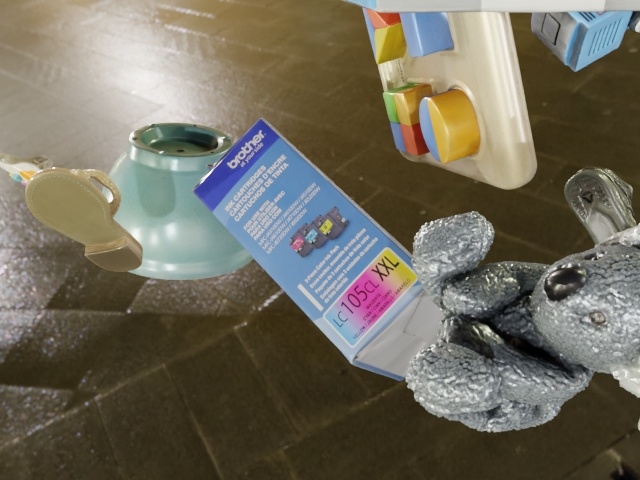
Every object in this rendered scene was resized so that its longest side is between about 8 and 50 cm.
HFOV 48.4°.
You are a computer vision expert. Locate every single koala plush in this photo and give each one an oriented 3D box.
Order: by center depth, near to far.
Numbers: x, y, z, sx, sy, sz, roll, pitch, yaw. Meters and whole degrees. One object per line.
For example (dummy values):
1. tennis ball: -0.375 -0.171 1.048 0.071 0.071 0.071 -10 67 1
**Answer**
1. koala plush: 0.220 0.068 0.630 0.221 0.203 0.196 -25 45 37

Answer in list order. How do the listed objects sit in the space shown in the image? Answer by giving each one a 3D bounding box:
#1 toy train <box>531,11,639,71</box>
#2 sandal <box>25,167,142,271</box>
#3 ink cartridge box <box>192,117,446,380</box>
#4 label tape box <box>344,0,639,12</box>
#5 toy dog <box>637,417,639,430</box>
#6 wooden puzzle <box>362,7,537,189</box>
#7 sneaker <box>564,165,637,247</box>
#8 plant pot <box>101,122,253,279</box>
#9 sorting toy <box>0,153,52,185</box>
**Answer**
1. toy train: 0.227 -0.249 0.664 0.105 0.080 0.184 -30 65 -9
2. sandal: -0.282 -0.047 0.870 0.088 0.240 0.079 -10 61 5
3. ink cartridge box: 0.000 0.000 1.015 0.151 0.270 0.395 -45 65 3
4. label tape box: 0.099 -0.274 0.443 0.347 0.249 0.115 2 26 10
5. toy dog: 0.617 0.217 0.773 0.408 0.395 0.285 34 90 36
6. wooden puzzle: 0.145 -0.239 0.993 0.080 0.322 0.348 -20 17 -14
7. sneaker: 0.459 -0.015 1.094 0.087 0.228 0.130 -29 1 38
8. plant pot: -0.245 -0.088 1.244 0.293 0.196 0.293 6 28 -3
9. sorting toy: -0.453 -0.110 1.067 0.075 0.045 0.083 25 9 -12
